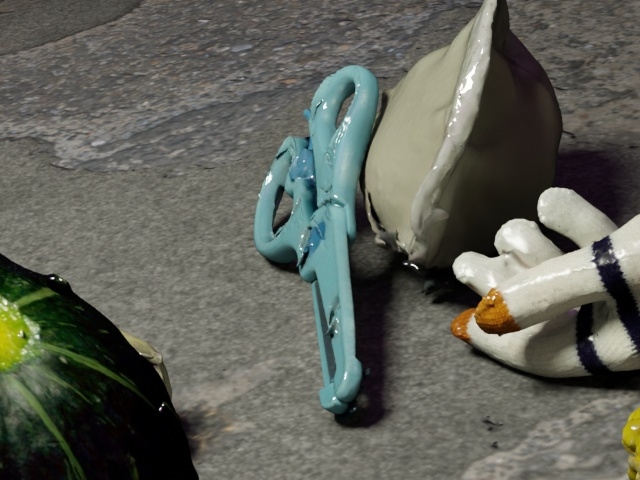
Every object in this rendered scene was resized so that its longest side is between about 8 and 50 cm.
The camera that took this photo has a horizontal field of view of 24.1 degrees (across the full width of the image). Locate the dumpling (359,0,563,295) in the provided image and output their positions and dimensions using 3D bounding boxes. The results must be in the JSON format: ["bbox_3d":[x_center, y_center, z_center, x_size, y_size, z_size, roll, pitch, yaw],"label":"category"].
[{"bbox_3d":[0.132,-0.082,1.192,0.204,0.163,0.293,-47,7,26],"label":"dumpling"}]

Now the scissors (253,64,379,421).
[{"bbox_3d":[-0.001,0.000,1.154,0.032,0.180,0.393,23,31,-19],"label":"scissors"}]

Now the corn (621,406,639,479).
[{"bbox_3d":[0.345,0.108,0.794,0.363,0.120,0.120,-4,25,11],"label":"corn"}]

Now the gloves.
[{"bbox_3d":[0.194,0.037,1.024,0.218,0.131,0.140,-30,16,32],"label":"gloves"}]

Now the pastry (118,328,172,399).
[{"bbox_3d":[-0.180,0.115,0.999,0.165,0.088,0.166,-7,24,3],"label":"pastry"}]

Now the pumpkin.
[{"bbox_3d":[-0.216,0.154,0.791,0.296,0.296,0.296,-8,25,4],"label":"pumpkin"}]
